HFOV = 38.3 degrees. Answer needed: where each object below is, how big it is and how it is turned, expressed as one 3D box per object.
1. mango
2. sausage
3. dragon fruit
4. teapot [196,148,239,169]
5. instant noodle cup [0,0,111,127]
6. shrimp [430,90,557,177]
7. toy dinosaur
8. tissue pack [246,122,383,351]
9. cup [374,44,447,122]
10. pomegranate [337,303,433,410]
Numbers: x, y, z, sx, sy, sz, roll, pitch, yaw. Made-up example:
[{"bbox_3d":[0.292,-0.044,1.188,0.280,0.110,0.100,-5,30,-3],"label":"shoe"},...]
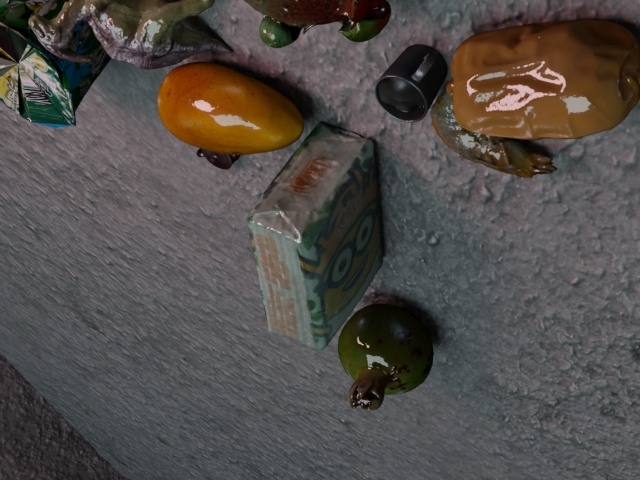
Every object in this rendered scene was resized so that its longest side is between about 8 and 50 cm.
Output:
[{"bbox_3d":[-0.138,-0.200,1.437,0.252,0.126,0.154,18,157,23],"label":"mango"},{"bbox_3d":[0.256,-0.188,1.082,0.241,0.136,0.120,9,148,42],"label":"sausage"},{"bbox_3d":[-0.019,-0.358,1.095,0.268,0.130,0.295,33,149,2],"label":"dragon fruit"},{"bbox_3d":[-0.181,-0.154,1.617,0.100,0.045,0.068,4,137,38],"label":"teapot"},{"bbox_3d":[-0.443,-0.325,1.493,0.240,0.178,0.240,24,148,16],"label":"instant noodle cup"},{"bbox_3d":[0.233,-0.142,1.232,0.187,0.052,0.132,26,153,10],"label":"shrimp"},{"bbox_3d":[-0.276,-0.334,1.361,0.294,0.077,0.162,8,124,-3],"label":"toy dinosaur"},{"bbox_3d":[0.000,0.000,1.486,0.128,0.228,0.311,21,146,22],"label":"tissue pack"},{"bbox_3d":[0.127,-0.215,1.211,0.078,0.077,0.100,37,150,-5],"label":"cup"},{"bbox_3d":[0.103,0.215,1.717,0.179,0.210,0.179,38,143,36],"label":"pomegranate"}]
